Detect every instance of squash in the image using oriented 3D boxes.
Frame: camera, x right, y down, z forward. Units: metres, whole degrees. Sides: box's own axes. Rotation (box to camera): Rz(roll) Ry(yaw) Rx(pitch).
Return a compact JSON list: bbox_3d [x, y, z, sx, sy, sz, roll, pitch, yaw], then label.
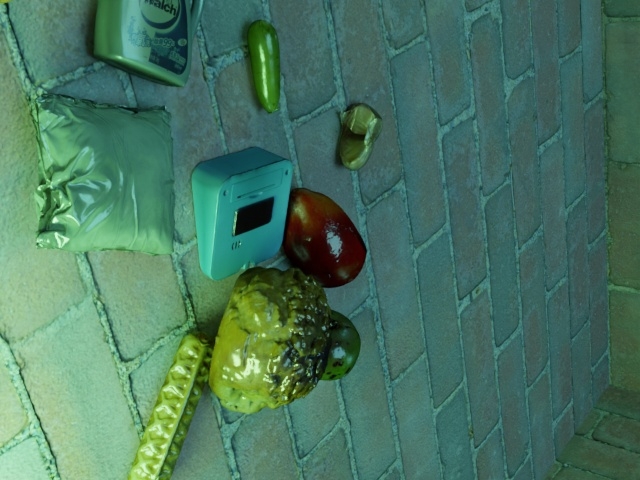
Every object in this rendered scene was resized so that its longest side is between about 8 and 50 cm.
[{"bbox_3d":[-0.114,-0.368,1.856,0.066,0.066,0.201,-32,123,-43],"label":"squash"}]

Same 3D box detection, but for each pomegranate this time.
[{"bbox_3d":[-0.004,0.255,2.099,0.179,0.210,0.179,13,64,-28],"label":"pomegranate"}]

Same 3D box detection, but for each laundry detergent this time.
[{"bbox_3d":[-0.295,-0.437,1.581,0.215,0.105,0.280,16,85,-52],"label":"laundry detergent"}]

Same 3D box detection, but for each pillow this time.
[{"bbox_3d":[-0.375,-0.116,1.537,0.310,0.138,0.283,3,88,-54],"label":"pillow"}]

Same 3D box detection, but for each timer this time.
[{"bbox_3d":[-0.173,-0.057,1.880,0.232,0.091,0.250,-24,129,-48],"label":"timer"}]

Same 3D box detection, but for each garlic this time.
[{"bbox_3d":[0.096,-0.256,2.141,0.174,0.099,0.124,-68,160,-7],"label":"garlic"}]

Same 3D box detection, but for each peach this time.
[{"bbox_3d":[0.006,0.003,2.034,0.159,0.154,0.267,-49,134,-30],"label":"peach"}]

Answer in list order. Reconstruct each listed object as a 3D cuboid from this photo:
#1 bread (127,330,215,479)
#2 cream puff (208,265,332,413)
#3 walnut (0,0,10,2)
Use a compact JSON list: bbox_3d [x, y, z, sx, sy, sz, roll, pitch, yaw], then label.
[{"bbox_3d":[-0.304,0.361,1.799,0.077,0.084,0.367,126,-16,-80],"label":"bread"},{"bbox_3d":[-0.094,0.219,1.832,0.327,0.231,0.343,-76,179,-68],"label":"cream puff"},{"bbox_3d":[-0.473,-0.450,1.311,0.207,0.159,0.159,-52,136,-20],"label":"walnut"}]
